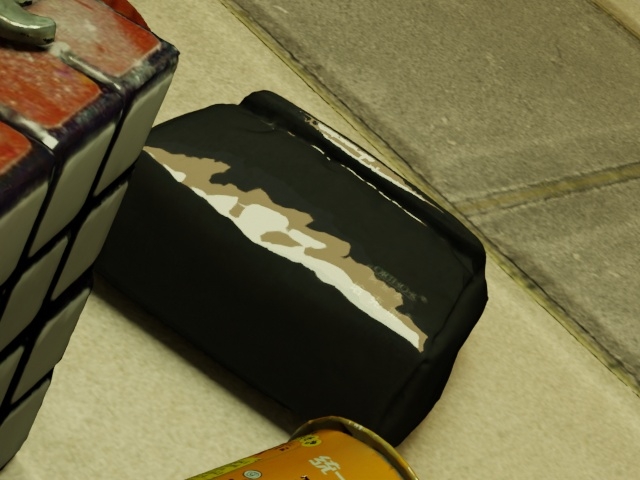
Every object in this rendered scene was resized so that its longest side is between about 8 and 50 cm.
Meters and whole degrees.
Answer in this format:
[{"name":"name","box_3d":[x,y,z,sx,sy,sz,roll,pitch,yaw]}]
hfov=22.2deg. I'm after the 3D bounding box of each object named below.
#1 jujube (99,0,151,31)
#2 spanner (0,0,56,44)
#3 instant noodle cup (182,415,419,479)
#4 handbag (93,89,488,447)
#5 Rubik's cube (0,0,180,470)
[{"name":"jujube","box_3d":[-0.220,-0.117,1.313,0.174,0.174,0.250,31,25,5]},{"name":"spanner","box_3d":[-0.256,-0.137,0.819,0.254,0.015,0.054,9,38,-28]},{"name":"instant noodle cup","box_3d":[-0.043,0.221,0.937,0.172,0.216,0.216,-9,46,-32]},{"name":"handbag","box_3d":[0.001,-0.002,1.306,0.302,0.178,0.275,34,32,11]},{"name":"Rubik's cube","box_3d":[-0.334,-0.004,0.902,0.344,0.337,0.344,33,32,6]}]
